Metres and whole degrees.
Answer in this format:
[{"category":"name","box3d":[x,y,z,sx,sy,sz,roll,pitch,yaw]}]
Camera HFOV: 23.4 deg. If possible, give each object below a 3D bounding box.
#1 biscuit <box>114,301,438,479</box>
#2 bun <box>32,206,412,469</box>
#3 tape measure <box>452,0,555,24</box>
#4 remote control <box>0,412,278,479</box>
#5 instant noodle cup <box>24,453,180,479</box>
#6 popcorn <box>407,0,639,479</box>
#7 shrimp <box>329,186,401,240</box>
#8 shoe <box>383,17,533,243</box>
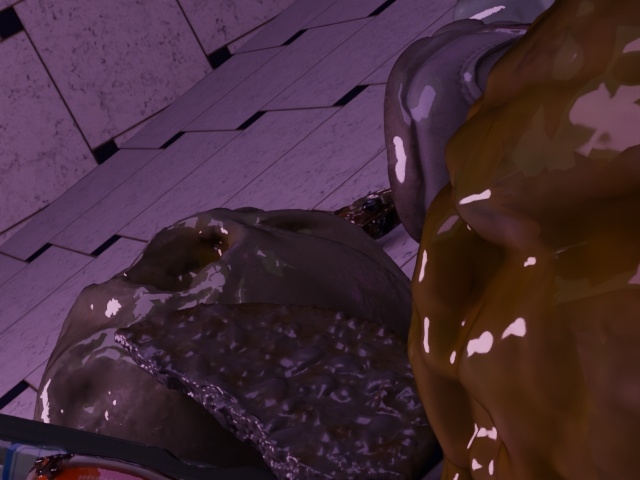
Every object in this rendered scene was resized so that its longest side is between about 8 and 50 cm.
[{"category":"biscuit","box3d":[-0.010,0.093,1.033,0.141,0.038,0.290,-29,34,-27]},{"category":"bun","box3d":[-0.103,0.104,1.272,0.365,0.219,0.365,-31,15,9]},{"category":"tape measure","box3d":[0.285,-0.280,1.745,0.246,0.125,0.243,-19,16,39]},{"category":"remote control","box3d":[-0.135,0.171,1.059,0.335,0.128,0.065,9,69,22]},{"category":"instant noodle cup","box3d":[-0.131,0.260,0.936,0.213,0.213,0.174,-20,30,44]},{"category":"popcorn","box3d":[0.209,0.016,0.648,0.390,0.354,0.344,-25,27,42]},{"category":"shrimp","box3d":[0.000,0.000,1.668,0.296,0.058,0.169,-30,14,31]},{"category":"shoe","box3d":[0.214,-0.091,1.099,0.351,0.171,0.198,-13,5,-37]}]
